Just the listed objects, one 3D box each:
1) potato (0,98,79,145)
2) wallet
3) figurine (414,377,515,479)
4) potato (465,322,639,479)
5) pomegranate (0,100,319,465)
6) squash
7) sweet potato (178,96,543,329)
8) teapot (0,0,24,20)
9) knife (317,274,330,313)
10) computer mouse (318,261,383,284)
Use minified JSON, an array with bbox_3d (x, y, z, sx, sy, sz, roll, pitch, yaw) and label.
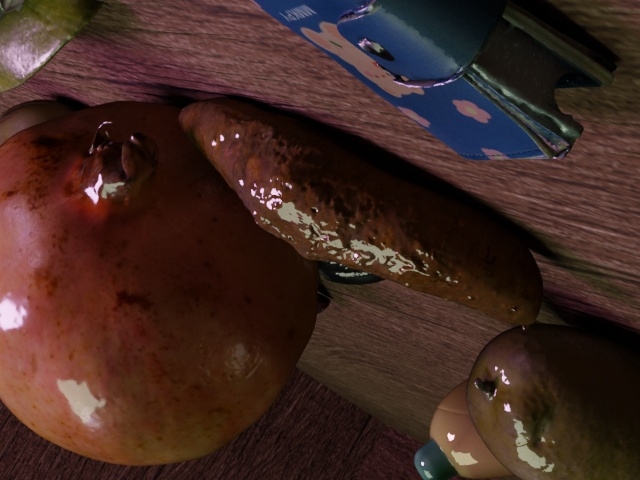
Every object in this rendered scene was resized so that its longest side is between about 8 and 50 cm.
[{"bbox_3d":[-0.258,-0.021,1.608,0.351,0.202,0.218,36,161,14],"label":"potato"},{"bbox_3d":[0.027,-0.109,0.662,0.202,0.059,0.141,34,169,-19],"label":"wallet"},{"bbox_3d":[0.256,0.240,1.355,0.324,0.222,0.124,31,169,1],"label":"figurine"},{"bbox_3d":[0.225,0.151,1.195,0.251,0.159,0.174,22,150,-27],"label":"potato"},{"bbox_3d":[-0.168,0.022,1.238,0.338,0.338,0.338,29,171,5],"label":"pomegranate"},{"bbox_3d":[-0.251,-0.162,1.171,0.252,0.093,0.169,25,168,31],"label":"squash"},{"bbox_3d":[0.011,-0.028,1.072,0.341,0.092,0.114,28,-172,19],"label":"sweet potato"},{"bbox_3d":[-0.283,-0.210,0.953,0.178,0.221,0.163,22,-143,-35],"label":"teapot"},{"bbox_3d":[-0.039,0.057,1.868,0.123,0.053,0.278,33,172,17],"label":"knife"},{"bbox_3d":[0.000,0.000,1.367,0.192,0.062,0.106,22,168,35],"label":"computer mouse"}]
